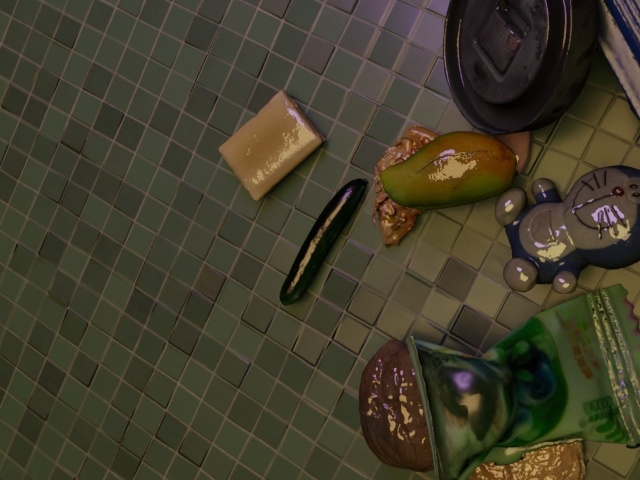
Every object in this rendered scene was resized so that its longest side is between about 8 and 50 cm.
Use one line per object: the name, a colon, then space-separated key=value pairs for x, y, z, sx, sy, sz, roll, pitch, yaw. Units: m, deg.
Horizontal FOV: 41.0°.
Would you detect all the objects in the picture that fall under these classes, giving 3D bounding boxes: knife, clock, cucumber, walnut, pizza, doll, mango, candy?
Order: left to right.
cucumber: x=0.000 y=0.000 z=1.605 sx=0.056 sy=0.056 sz=0.284 roll=34 pitch=98 yaw=18
walnut: x=0.145 y=0.286 z=1.489 sx=0.178 sy=0.178 sz=0.230 roll=-13 pitch=84 yaw=22
pizza: x=0.155 y=-0.104 z=1.533 sx=0.226 sy=0.069 sz=0.147 roll=-42 pitch=78 yaw=17
mango: x=0.211 y=-0.117 z=1.434 sx=0.233 sy=0.111 sz=0.125 roll=-5 pitch=91 yaw=18
clock: x=0.311 y=-0.327 z=1.370 sx=0.319 sy=0.066 sz=0.318 roll=11 pitch=102 yaw=62
knife: x=0.346 y=-0.275 z=1.478 sx=0.081 sy=0.043 sz=0.335 roll=12 pitch=89 yaw=27
candy: x=0.346 y=0.236 z=1.373 sx=0.398 sy=0.172 sz=0.262 roll=-15 pitch=81 yaw=1
doll: x=0.422 y=-0.020 z=1.371 sx=0.258 sy=0.154 sz=0.228 roll=-27 pitch=45 yaw=30

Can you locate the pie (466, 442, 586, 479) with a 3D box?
pie: x=0.354 y=0.386 z=1.463 sx=0.185 sy=0.052 sz=0.218 roll=46 pitch=104 yaw=18

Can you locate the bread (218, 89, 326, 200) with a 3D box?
bread: x=-0.092 y=-0.182 z=1.636 sx=0.178 sy=0.060 sz=0.139 roll=-39 pitch=78 yaw=18

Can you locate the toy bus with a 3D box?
toy bus: x=0.516 y=-0.289 z=1.324 sx=0.138 sy=0.175 sz=0.287 roll=-28 pitch=80 yaw=19
